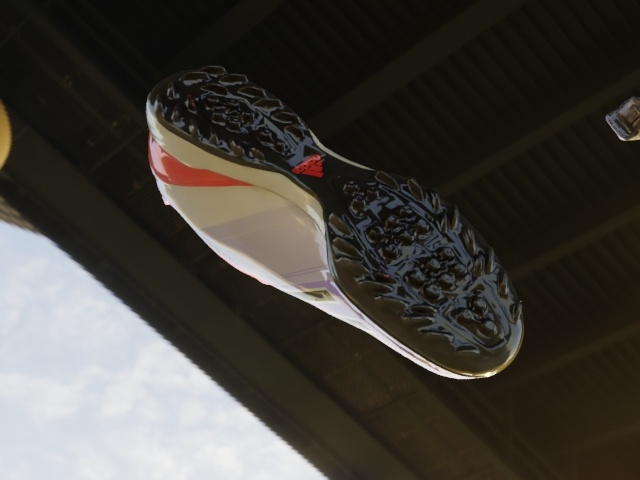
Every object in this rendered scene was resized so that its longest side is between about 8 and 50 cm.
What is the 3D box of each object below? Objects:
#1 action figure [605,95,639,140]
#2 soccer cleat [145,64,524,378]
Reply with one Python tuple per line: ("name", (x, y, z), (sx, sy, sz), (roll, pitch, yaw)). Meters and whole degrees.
("action figure", (0.417, -0.085, 0.794), (0.341, 0.179, 0.330), (-12, -20, -32))
("soccer cleat", (0.000, 0.000, 0.656), (0.318, 0.108, 0.116), (36, -39, 22))
